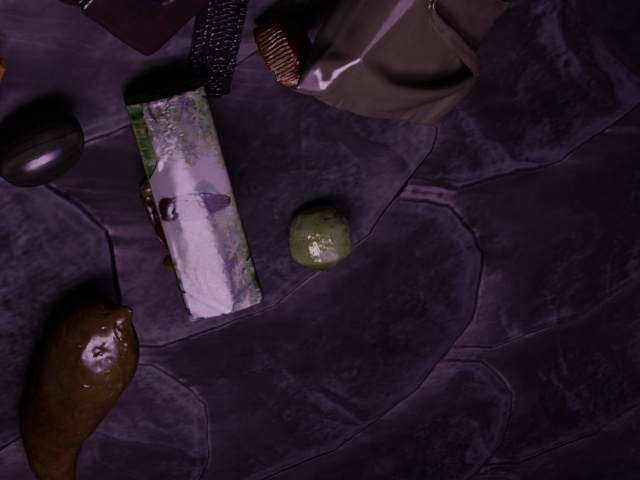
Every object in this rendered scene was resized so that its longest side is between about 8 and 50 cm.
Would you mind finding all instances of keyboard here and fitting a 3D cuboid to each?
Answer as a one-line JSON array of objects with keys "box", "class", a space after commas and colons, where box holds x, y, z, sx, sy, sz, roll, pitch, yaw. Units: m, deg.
[{"box": [-0.115, -0.234, 1.841, 0.060, 0.018, 0.195, -10, 140, -22], "class": "keyboard"}]

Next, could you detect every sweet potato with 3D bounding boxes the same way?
[{"box": [-0.329, 0.214, 2.156, 0.131, 0.130, 0.422, -8, 142, -31], "class": "sweet potato"}]

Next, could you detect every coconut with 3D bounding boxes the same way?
[{"box": [0.000, 0.000, 2.175, 0.088, 0.088, 0.096, -15, 114, -23], "class": "coconut"}]

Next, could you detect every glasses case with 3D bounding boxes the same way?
[{"box": [-0.144, -0.045, 1.887, 0.095, 0.062, 0.272, -18, 111, -6], "class": "glasses case"}]

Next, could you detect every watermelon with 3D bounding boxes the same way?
[{"box": [-0.313, -0.100, 1.806, 0.111, 0.078, 0.078, -31, 147, 1], "class": "watermelon"}]

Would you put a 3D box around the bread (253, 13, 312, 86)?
[{"box": [-0.035, -0.217, 1.864, 0.053, 0.085, 0.085, -26, 148, 12], "class": "bread"}]

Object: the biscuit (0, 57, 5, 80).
[{"box": [-0.486, -0.175, 1.590, 0.379, 0.054, 0.094, 7, 130, -43], "class": "biscuit"}]

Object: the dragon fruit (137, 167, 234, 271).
[{"box": [-0.159, -0.031, 1.995, 0.175, 0.138, 0.142, 36, 78, -27], "class": "dragon fruit"}]

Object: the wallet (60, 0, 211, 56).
[{"box": [-0.154, -0.299, 1.694, 0.229, 0.049, 0.182, -40, 145, 16], "class": "wallet"}]

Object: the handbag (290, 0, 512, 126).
[{"box": [0.130, -0.272, 1.870, 0.253, 0.109, 0.315, 14, 111, -52], "class": "handbag"}]
